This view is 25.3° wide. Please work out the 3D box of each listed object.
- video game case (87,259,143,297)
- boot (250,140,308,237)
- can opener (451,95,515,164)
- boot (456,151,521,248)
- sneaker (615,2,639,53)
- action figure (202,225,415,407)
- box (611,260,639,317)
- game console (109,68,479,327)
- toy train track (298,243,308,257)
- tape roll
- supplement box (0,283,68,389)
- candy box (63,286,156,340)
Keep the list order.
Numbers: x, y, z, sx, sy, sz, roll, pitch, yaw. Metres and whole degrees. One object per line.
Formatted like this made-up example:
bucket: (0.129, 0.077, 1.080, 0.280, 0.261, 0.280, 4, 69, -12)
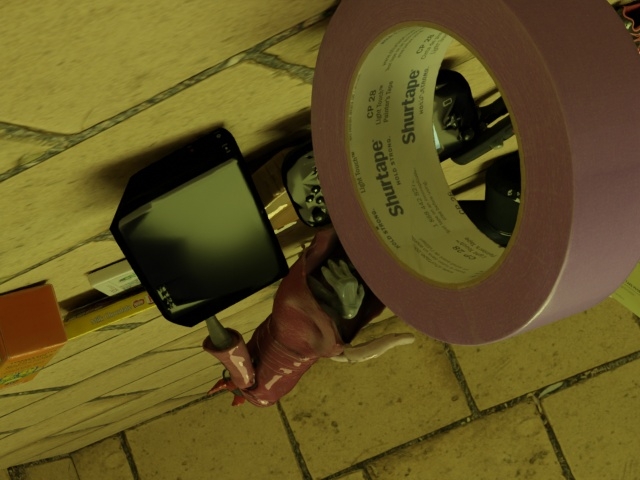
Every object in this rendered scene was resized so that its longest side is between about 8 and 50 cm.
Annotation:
video game case: (-0.195, 0.029, 1.732, 0.157, 0.019, 0.143, -22, 172, -1)
boot: (-0.054, -0.023, 1.502, 0.248, 0.090, 0.207, -30, 165, 24)
can opener: (0.200, -0.136, 1.540, 0.186, 0.059, 0.073, -28, 169, 39)
boot: (0.241, -0.055, 2.059, 0.247, 0.094, 0.207, 0, 154, 5)
sneaker: (0.318, -0.215, 1.412, 0.119, 0.047, 0.057, -15, 158, -44)
action figure: (-0.024, 0.139, 2.005, 0.248, 0.275, 0.370, -8, 145, -48)
box: (0.462, -0.029, 1.967, 0.117, 0.243, 0.213, -19, -147, -20)
game console: (-0.015, -0.057, 1.339, 0.361, 0.044, 0.213, -29, 147, -5)
toy train track: (0.000, 0.000, 2.055, 0.083, 0.014, 0.048, -32, 160, 26)
tape roll: (0.109, -0.068, 1.017, 0.090, 0.274, 0.275, -16, 170, -34)
supplement box: (-0.365, 0.121, 1.697, 0.078, 0.080, 0.233, -15, 172, -24)
candy box: (-0.230, 0.073, 1.823, 0.206, 0.027, 0.105, -21, -175, -1)
